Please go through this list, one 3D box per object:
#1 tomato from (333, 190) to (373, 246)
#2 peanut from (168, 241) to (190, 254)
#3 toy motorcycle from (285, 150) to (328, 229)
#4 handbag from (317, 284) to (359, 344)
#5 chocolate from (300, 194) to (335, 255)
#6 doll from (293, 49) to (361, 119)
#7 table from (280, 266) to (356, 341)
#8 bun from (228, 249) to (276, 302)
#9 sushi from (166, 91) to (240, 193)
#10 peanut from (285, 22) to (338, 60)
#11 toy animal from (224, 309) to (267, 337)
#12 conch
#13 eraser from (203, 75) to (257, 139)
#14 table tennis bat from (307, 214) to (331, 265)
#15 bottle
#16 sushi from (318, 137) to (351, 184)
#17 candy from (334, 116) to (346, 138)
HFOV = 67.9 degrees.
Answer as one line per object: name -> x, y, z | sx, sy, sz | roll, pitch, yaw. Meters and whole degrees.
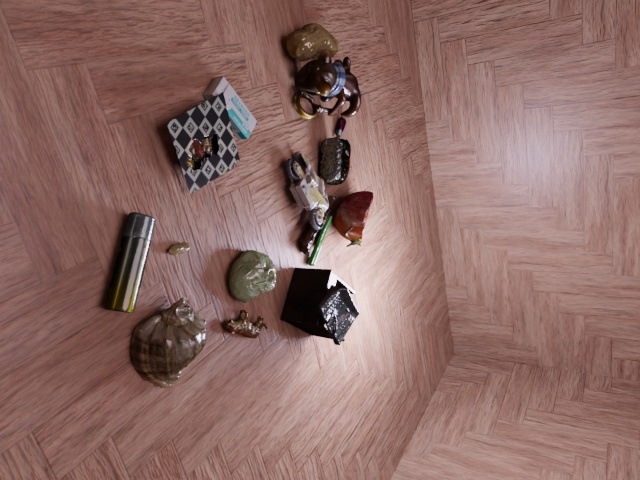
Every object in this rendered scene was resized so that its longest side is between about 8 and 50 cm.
tomato -> 0.155, -0.129, 2.378 | 0.309, 0.170, 0.309 | -167, -90, -88
peanut -> -0.460, 0.026, 1.549 | 0.083, 0.037, 0.037 | -14, 103, -52
toy motorcycle -> -0.048, -0.228, 2.103 | 0.340, 0.108, 0.223 | 64, 33, -21
handbag -> 0.069, 0.307, 1.992 | 0.175, 0.088, 0.270 | -55, 137, -32
chocolate -> -0.017, -0.080, 2.201 | 0.102, 0.065, 0.329 | 108, 8, -58
doll -> 0.036, -0.692, 2.134 | 0.340, 0.209, 0.318 | -3, 96, -54
table -> 0.002, 0.288, 2.128 | 0.282, 0.196, 0.250 | 42, 56, -50
bun -> -0.244, 0.140, 1.805 | 0.204, 0.126, 0.212 | 57, 47, -39
sushi -> -0.400, -0.329, 1.609 | 0.290, 0.050, 0.264 | -48, 137, -46
peanut -> -0.044, -0.863, 2.073 | 0.291, 0.143, 0.159 | -29, 84, -47
toy animal -> -0.281, 0.325, 1.825 | 0.241, 0.057, 0.099 | 38, 66, -53
conch -> -0.448, 0.321, 1.464 | 0.210, 0.159, 0.291 | 4, 90, -58
eraser -> -0.322, -0.476, 1.727 | 0.225, 0.052, 0.095 | 51, 53, -46
table tennis bat -> 0.000, 0.000, 2.218 | 0.160, 0.039, 0.257 | 88, 23, -77
bottle -> -0.546, 0.063, 1.372 | 0.082, 0.082, 0.286 | 28, 68, -54
sushi -> 0.067, -0.374, 2.262 | 0.126, 0.136, 0.225 | -11, 107, -54
candy -> 0.103, -0.577, 2.390 | 0.043, 0.045, 0.175 | 38, 58, -36
